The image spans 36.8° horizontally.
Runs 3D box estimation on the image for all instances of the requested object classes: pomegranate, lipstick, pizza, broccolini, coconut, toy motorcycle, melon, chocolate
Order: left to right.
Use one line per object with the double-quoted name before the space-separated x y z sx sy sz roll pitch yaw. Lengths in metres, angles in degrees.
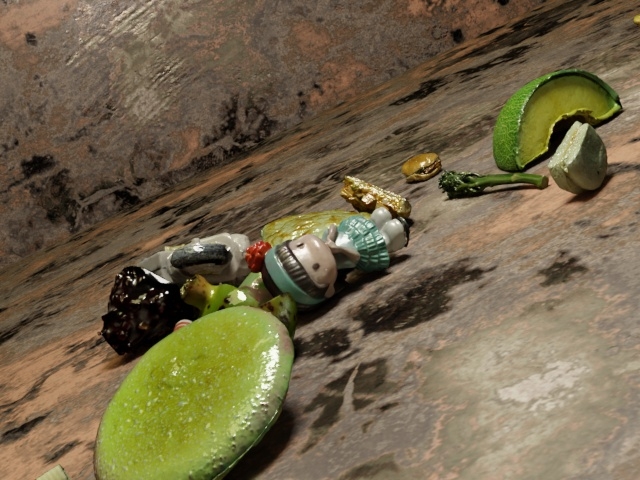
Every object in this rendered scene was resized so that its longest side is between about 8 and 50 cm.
"chocolate" -0.318 0.140 1.676 0.156 0.156 0.133 -7 44 51
"lipstick" -0.224 0.166 1.549 0.038 0.038 0.130 -24 15 4
"toy motorcycle" -0.215 0.048 1.764 0.223 0.107 0.341 -6 -10 -32
"pomegranate" -0.116 0.120 1.324 0.143 0.169 0.122 -28 48 59
"coconut" -0.092 0.083 1.553 0.082 0.081 0.083 -7 10 15
"pizza" 0.091 -0.068 1.732 0.046 0.134 0.175 -65 10 -6
"broccolini" 0.296 -0.098 1.650 0.239 0.051 0.054 4 75 52
"melon" 0.402 -0.236 1.791 0.265 0.129 0.169 -31 12 -21

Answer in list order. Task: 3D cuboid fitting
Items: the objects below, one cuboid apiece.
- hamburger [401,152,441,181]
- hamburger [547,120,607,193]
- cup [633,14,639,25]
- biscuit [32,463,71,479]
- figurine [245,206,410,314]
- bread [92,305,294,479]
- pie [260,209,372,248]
"hamburger" 0.207 -0.150 1.967 0.076 0.044 0.083 -33 13 -31
"hamburger" 0.398 -0.118 1.450 0.054 0.084 0.121 -22 30 47
"cup" 0.692 -0.400 1.668 0.178 0.255 0.256 -62 7 12
"biscuit" -0.385 0.350 1.155 0.199 0.040 0.121 -31 18 -18
"figurine" 0.015 0.023 1.505 0.245 0.110 0.138 -25 46 -22
"bread" -0.162 0.197 1.158 0.301 0.045 0.301 -27 33 19
"pie" 0.000 0.000 1.681 0.201 0.090 0.248 -13 13 -4
